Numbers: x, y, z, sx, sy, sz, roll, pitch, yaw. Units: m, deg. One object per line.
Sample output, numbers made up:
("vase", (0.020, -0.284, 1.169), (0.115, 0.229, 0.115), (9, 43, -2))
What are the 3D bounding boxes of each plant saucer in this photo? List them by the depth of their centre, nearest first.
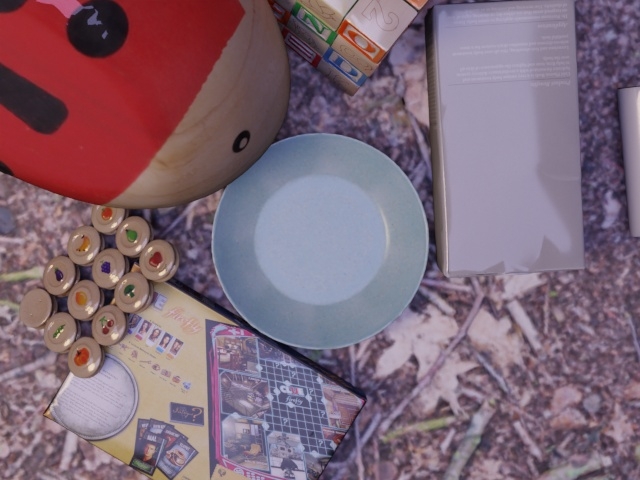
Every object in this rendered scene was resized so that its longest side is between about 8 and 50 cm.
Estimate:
("plant saucer", (0.000, 0.000, 1.226), (0.195, 0.037, 0.194), (0, 95, 0))

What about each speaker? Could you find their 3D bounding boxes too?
("speaker", (0.297, -0.071, 1.214), (0.055, 0.055, 0.136), (-5, 94, 0))

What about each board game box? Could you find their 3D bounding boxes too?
("board game box", (-0.103, 0.148, 1.234), (0.243, 0.042, 0.165), (32, 93, -2))

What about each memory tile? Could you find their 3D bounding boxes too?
("memory tile", (-0.199, 0.039, 1.210), (0.113, 0.012, 0.148), (42, 98, 30))

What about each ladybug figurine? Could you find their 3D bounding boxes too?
("ladybug figurine", (-0.233, -0.172, 1.083), (0.449, 0.162, 0.305), (32, 130, -16))

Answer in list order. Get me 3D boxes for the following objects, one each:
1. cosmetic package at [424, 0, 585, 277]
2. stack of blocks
("cosmetic package", (0.159, -0.089, 1.190), (0.127, 0.107, 0.237), (-1, 97, 0))
("stack of blocks", (-0.050, -0.260, 1.134), (0.297, 0.171, 0.087), (38, 80, -2))
